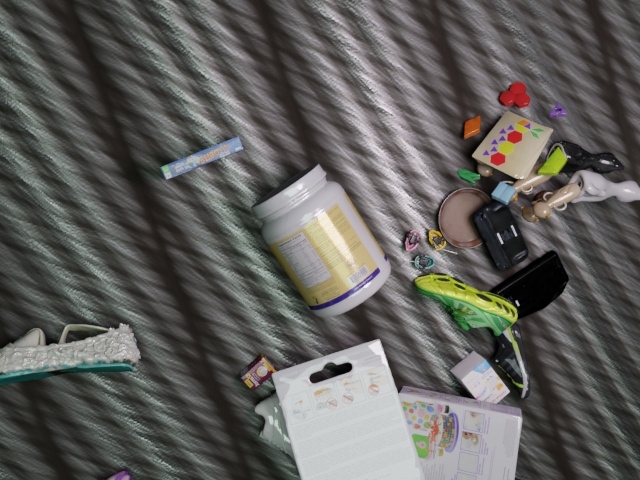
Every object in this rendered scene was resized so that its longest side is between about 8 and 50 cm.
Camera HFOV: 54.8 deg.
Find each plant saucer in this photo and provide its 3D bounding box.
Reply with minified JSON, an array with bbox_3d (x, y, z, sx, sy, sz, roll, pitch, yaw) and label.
[{"bbox_3d":[0.405,-0.063,1.723,0.168,0.029,0.169,-1,96,-8],"label":"plant saucer"}]

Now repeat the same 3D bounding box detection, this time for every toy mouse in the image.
[{"bbox_3d":[0.273,0.025,1.709,0.143,0.031,0.161,-43,101,-3],"label":"toy mouse"}]

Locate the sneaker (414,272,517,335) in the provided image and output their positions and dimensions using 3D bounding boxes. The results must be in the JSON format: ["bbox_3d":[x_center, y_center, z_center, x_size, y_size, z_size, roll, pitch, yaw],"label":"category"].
[{"bbox_3d":[0.390,0.184,1.701,0.295,0.109,0.124,24,115,1],"label":"sneaker"}]

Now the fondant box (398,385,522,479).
[{"bbox_3d":[0.365,0.550,1.683,0.330,0.096,0.239,8,94,15],"label":"fondant box"}]

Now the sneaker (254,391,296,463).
[{"bbox_3d":[-0.106,0.527,1.685,0.115,0.090,0.232,-24,92,2],"label":"sneaker"}]

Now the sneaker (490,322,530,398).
[{"bbox_3d":[0.541,0.342,1.778,0.097,0.084,0.235,-12,98,16],"label":"sneaker"}]

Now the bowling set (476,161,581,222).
[{"bbox_3d":[0.568,-0.117,1.674,0.154,0.287,0.200,-32,134,2],"label":"bowling set"}]

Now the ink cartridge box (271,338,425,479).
[{"bbox_3d":[0.068,0.488,1.625,0.307,0.091,0.385,-17,83,-6],"label":"ink cartridge box"}]

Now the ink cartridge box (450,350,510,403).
[{"bbox_3d":[0.457,0.404,1.751,0.092,0.090,0.143,-40,100,-3],"label":"ink cartridge box"}]

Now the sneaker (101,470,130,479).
[{"bbox_3d":[-0.500,0.710,1.637,0.104,0.095,0.237,-34,106,-27],"label":"sneaker"}]

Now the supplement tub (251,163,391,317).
[{"bbox_3d":[0.000,0.000,1.556,0.241,0.241,0.331,-34,100,-4],"label":"supplement tub"}]

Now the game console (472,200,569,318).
[{"bbox_3d":[0.552,0.046,1.734,0.213,0.044,0.361,-32,108,-5],"label":"game console"}]

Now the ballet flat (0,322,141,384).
[{"bbox_3d":[-0.663,0.282,1.555,0.408,0.147,0.147,-4,97,-12],"label":"ballet flat"}]

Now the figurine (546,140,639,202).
[{"bbox_3d":[0.760,-0.179,1.688,0.209,0.215,0.092,3,133,-14],"label":"figurine"}]

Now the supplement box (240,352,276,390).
[{"bbox_3d":[-0.169,0.355,1.668,0.083,0.043,0.055,-42,102,-2],"label":"supplement box"}]

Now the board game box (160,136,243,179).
[{"bbox_3d":[-0.293,-0.205,1.540,0.201,0.136,0.035,-23,100,-5],"label":"board game box"}]

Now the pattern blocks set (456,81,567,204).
[{"bbox_3d":[0.511,-0.255,1.635,0.325,0.026,0.285,-43,59,-6],"label":"pattern blocks set"}]
